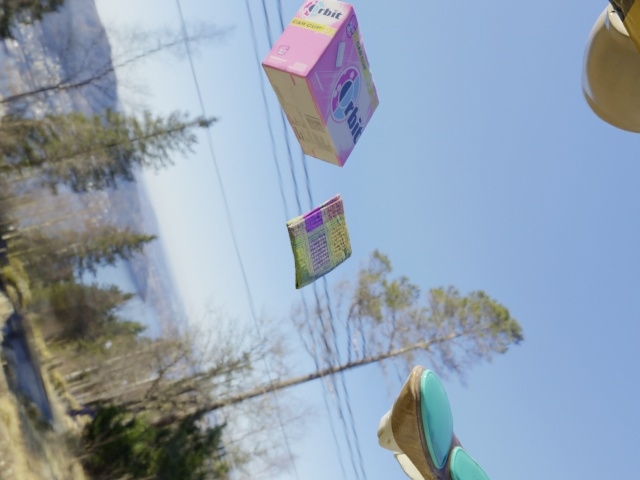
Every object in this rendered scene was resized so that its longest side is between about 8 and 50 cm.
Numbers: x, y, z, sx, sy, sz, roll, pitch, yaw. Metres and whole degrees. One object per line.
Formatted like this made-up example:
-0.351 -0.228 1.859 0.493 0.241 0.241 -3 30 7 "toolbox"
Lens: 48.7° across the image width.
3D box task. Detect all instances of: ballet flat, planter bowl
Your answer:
0.165 0.325 1.114 0.342 0.124 0.116 58 40 -35 "ballet flat"
0.353 -0.207 0.736 0.109 0.162 0.162 51 12 -54 "planter bowl"

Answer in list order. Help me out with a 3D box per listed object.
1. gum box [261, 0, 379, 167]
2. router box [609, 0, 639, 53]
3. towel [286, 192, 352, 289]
0.009 -0.183 0.851 0.062 0.107 0.188 23 -19 25 "gum box"
0.328 -0.188 0.478 0.309 0.080 0.243 81 -9 -68 "router box"
0.000 0.000 0.590 0.009 0.083 0.060 3 -67 34 "towel"
